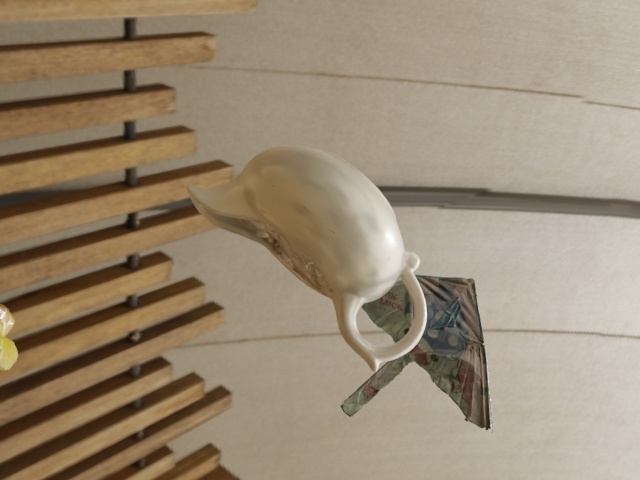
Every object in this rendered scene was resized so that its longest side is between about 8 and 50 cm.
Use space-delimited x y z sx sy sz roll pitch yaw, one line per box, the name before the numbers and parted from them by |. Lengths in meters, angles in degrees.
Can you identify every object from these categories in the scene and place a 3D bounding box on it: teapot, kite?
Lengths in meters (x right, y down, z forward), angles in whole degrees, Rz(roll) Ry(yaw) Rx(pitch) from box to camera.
teapot | 0.000 0.000 0.767 0.298 0.139 0.204 39 -18 11
kite | 0.149 0.159 1.069 0.335 0.314 0.011 46 -27 5

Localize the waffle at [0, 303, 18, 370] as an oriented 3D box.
waffle | -0.300 0.028 0.396 0.249 0.253 0.056 150 -44 -70
